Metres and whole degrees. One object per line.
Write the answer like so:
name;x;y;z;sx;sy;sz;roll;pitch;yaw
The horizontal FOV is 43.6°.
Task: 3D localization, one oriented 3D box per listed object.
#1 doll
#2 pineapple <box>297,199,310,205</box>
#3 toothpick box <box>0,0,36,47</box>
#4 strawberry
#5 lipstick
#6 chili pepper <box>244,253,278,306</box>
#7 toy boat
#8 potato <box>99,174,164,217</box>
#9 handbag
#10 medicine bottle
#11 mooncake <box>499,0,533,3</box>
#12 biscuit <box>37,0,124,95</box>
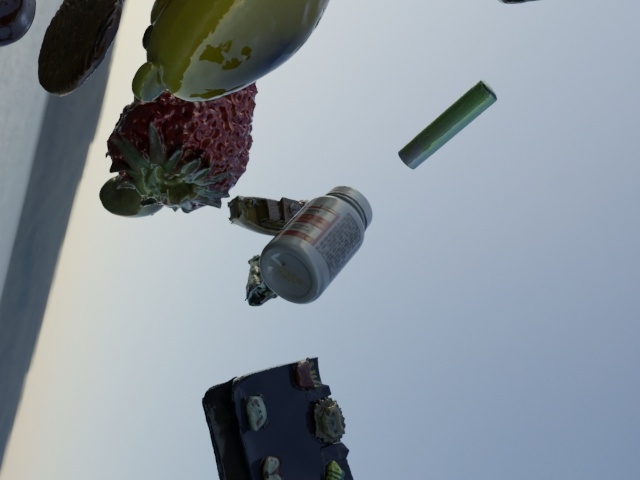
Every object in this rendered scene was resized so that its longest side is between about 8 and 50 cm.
doll;-0.045;-0.348;1.031;0.161;0.423;0.348;44;-51;17
pineapple;-0.012;-0.060;1.899;0.074;0.159;0.074;-1;-92;30
toothpick box;-0.692;-0.466;1.569;0.294;0.192;0.192;6;-98;45
strawberry;-0.265;-0.234;1.572;0.292;0.292;0.344;129;-26;-50
lipstick;0.344;-0.312;2.162;0.304;0.076;0.076;-41;-145;22
chili pepper;-0.149;0.081;1.884;0.088;0.059;0.227;-29;-158;-1
toy boat;-0.072;-0.042;1.320;0.072;0.206;0.065;-17;-105;33
potato;-0.484;-0.129;2.081;0.157;0.193;0.157;-18;90;-80
handbag;-0.076;0.425;1.748;0.121;0.329;0.304;-23;-101;42
medicine bottle;0.000;0.000;0.873;0.140;0.079;0.079;-48;175;-44
mooncake;0.431;-0.532;1.493;0.245;0.244;0.133;-115;-175;-59
biscuit;-0.564;-0.485;1.865;0.317;0.040;0.318;-21;-123;36
